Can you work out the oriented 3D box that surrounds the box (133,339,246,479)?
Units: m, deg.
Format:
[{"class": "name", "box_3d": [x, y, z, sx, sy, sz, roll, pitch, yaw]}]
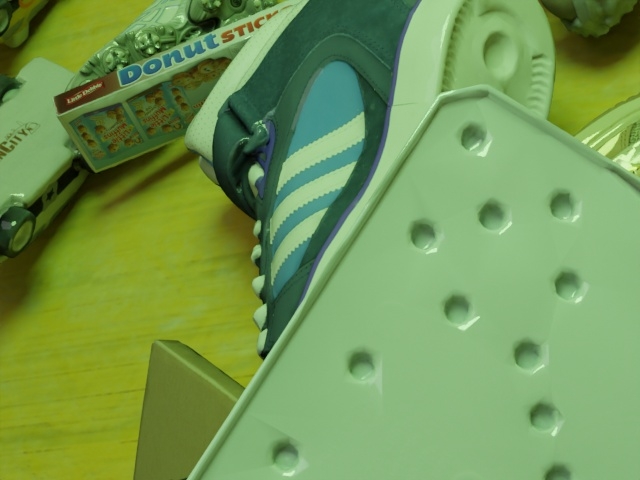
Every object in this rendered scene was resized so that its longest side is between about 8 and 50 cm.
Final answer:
[{"class": "box", "box_3d": [-0.046, 0.158, 0.740, 0.201, 0.021, 0.165, 26, 110, 55]}]

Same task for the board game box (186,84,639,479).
[{"class": "board game box", "box_3d": [0.109, 0.203, 0.520, 0.390, 0.050, 0.390, 32, 80, 4]}]

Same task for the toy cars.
[{"class": "toy cars", "box_3d": [-0.240, -0.118, 1.092, 0.176, 0.087, 0.394, -5, 52, -12]}]

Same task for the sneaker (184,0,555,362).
[{"class": "sneaker", "box_3d": [0.000, -0.001, 0.849, 0.236, 0.130, 0.323, 2, 73, 53]}]

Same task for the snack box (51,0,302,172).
[{"class": "snack box", "box_3d": [-0.081, -0.102, 0.965, 0.178, 0.064, 0.022, -22, 52, 4]}]

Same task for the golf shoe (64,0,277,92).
[{"class": "golf shoe", "box_3d": [-0.112, -0.134, 1.035, 0.176, 0.069, 0.086, -38, 24, -15]}]

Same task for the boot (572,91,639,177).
[{"class": "boot", "box_3d": [0.216, 0.008, 0.698, 0.262, 0.095, 0.203, -40, 47, -2]}]

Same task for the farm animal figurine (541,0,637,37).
[{"class": "farm animal figurine", "box_3d": [0.170, -0.330, 0.821, 0.172, 0.330, 0.327, -1, 54, 7]}]
